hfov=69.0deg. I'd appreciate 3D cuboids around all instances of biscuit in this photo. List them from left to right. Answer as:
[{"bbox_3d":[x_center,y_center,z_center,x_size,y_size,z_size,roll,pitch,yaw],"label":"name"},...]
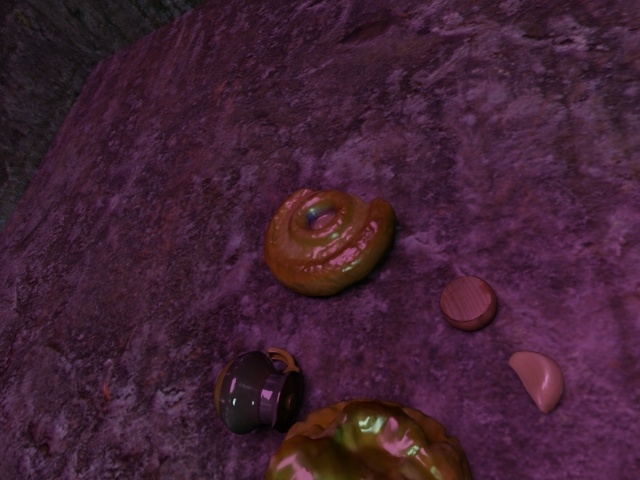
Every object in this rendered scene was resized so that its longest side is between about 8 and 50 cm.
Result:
[{"bbox_3d":[-0.001,-0.001,0.874,0.274,0.091,0.213,8,62,36],"label":"biscuit"}]

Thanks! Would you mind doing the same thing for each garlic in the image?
[{"bbox_3d":[0.279,0.172,0.595,0.053,0.041,0.083,-47,36,15],"label":"garlic"}]

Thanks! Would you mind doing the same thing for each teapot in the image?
[{"bbox_3d":[-0.091,0.237,0.756,0.119,0.130,0.166,6,30,21],"label":"teapot"}]

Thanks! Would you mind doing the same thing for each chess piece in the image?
[{"bbox_3d":[0.219,0.093,0.693,0.083,0.038,0.084,-19,48,22],"label":"chess piece"}]

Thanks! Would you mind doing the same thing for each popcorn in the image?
[{"bbox_3d":[0.046,0.280,0.528,0.237,0.251,0.206,-1,61,30],"label":"popcorn"}]
